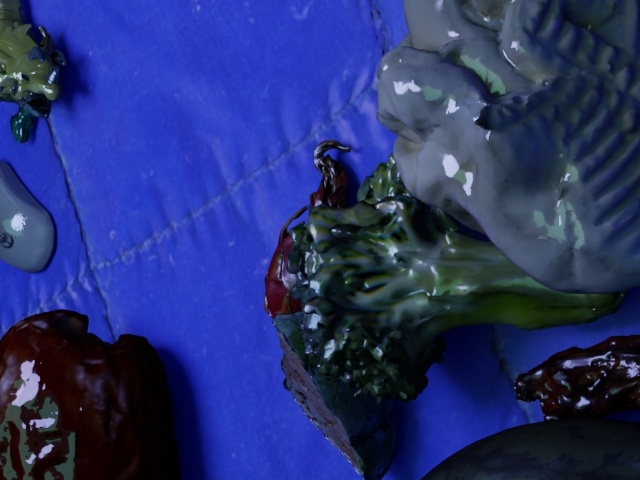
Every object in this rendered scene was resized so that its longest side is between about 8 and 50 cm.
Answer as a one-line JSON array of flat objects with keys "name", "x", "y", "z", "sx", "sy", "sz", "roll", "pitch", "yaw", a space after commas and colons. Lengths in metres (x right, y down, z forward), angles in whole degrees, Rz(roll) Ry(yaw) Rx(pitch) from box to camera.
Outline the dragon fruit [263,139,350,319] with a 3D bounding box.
[{"name": "dragon fruit", "x": 0.000, "y": 0.000, "z": 1.146, "sx": 0.094, "sy": 0.094, "sz": 0.190, "roll": 14, "pitch": 92, "yaw": 42}]

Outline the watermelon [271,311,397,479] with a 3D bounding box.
[{"name": "watermelon", "x": 0.010, "y": 0.132, "z": 1.138, "sx": 0.187, "sy": 0.071, "sz": 0.139, "roll": 61, "pitch": 161, "yaw": -14}]

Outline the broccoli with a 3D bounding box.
[{"name": "broccoli", "x": 0.109, "y": 0.014, "z": 1.025, "sx": 0.275, "sy": 0.177, "sz": 0.198, "roll": -21, "pitch": 57, "yaw": 16}]

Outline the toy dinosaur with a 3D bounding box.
[{"name": "toy dinosaur", "x": -0.377, "y": -0.229, "z": 1.484, "sx": 0.153, "sy": 0.094, "sz": 0.259, "roll": -49, "pitch": 53, "yaw": 33}]

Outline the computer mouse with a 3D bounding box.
[{"name": "computer mouse", "x": -0.397, "y": -0.036, "z": 1.531, "sx": 0.181, "sy": 0.056, "sz": 0.089, "roll": 50, "pitch": 118, "yaw": 30}]

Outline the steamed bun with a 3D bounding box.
[{"name": "steamed bun", "x": 0.171, "y": -0.109, "z": 0.880, "sx": 0.206, "sy": 0.275, "sz": 0.319, "roll": 139, "pitch": 147, "yaw": -69}]

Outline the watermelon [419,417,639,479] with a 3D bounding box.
[{"name": "watermelon", "x": 0.179, "y": 0.266, "z": 0.861, "sx": 0.359, "sy": 0.279, "sz": 0.278, "roll": -19, "pitch": 80, "yaw": 42}]

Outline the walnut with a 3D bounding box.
[{"name": "walnut", "x": -0.252, "y": 0.211, "z": 1.327, "sx": 0.222, "sy": 0.244, "sz": 0.268, "roll": 8, "pitch": 91, "yaw": 4}]

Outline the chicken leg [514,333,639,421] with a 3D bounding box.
[{"name": "chicken leg", "x": 0.239, "y": 0.110, "z": 0.934, "sx": 0.219, "sy": 0.089, "sz": 0.048, "roll": -9, "pitch": 129, "yaw": 42}]
